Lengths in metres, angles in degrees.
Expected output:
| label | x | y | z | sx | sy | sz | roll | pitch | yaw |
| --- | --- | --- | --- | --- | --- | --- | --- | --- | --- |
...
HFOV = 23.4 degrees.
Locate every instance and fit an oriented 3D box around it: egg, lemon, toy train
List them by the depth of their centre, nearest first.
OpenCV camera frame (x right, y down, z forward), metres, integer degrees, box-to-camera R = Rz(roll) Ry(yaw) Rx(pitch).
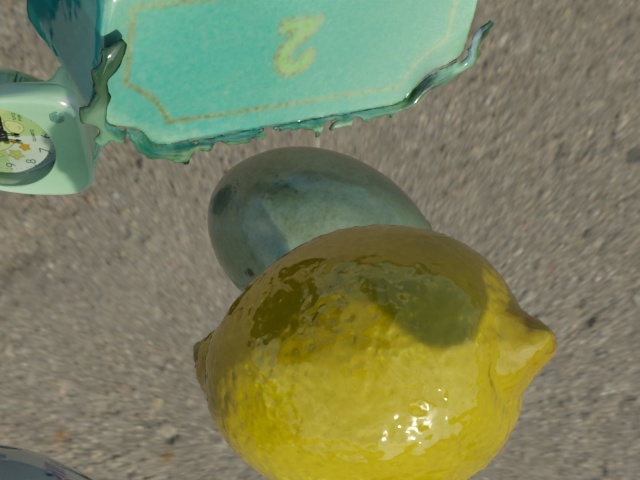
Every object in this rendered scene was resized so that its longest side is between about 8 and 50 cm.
| label | x | y | z | sx | sy | sz | roll | pitch | yaw |
| --- | --- | --- | --- | --- | --- | --- | --- | --- | --- |
| toy train | -0.024 | -0.129 | 0.643 | 0.203 | 0.163 | 0.112 | -10 | 43 | -25 |
| lemon | 0.031 | 0.081 | 0.989 | 0.244 | 0.187 | 0.187 | -7 | 82 | 16 |
| egg | 0.000 | 0.000 | 1.456 | 0.236 | 0.169 | 0.169 | 30 | 83 | 24 |

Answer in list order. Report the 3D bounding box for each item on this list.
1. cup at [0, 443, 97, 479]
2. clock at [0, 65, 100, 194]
| label | x | y | z | sx | sy | sz | roll | pitch | yaw |
| --- | --- | --- | --- | --- | --- | --- | --- | --- | --- |
| cup | -0.099 | 0.139 | 0.460 | 0.142 | 0.173 | 0.134 | 32 | 102 | -18 |
| clock | -0.325 | -0.116 | 1.586 | 0.188 | 0.148 | 0.060 | 3 | 51 | 2 |
